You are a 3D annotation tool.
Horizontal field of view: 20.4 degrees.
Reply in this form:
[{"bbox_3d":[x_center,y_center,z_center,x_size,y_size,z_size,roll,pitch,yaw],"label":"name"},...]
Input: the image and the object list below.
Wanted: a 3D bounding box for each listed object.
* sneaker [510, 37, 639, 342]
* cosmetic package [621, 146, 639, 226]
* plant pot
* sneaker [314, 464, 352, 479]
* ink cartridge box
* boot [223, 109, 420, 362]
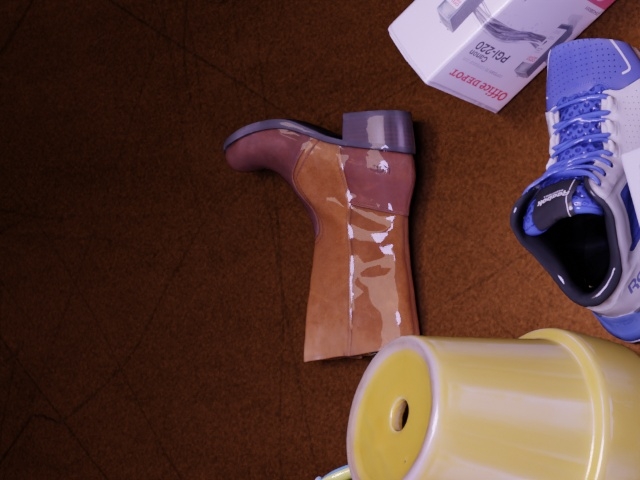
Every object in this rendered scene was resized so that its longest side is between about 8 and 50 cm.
[{"bbox_3d":[0.276,-0.064,1.785,0.127,0.182,0.315,-14,73,31],"label":"sneaker"},{"bbox_3d":[0.405,-0.013,1.701,0.151,0.151,0.183,-23,68,31],"label":"cosmetic package"},{"bbox_3d":[0.168,0.195,1.722,0.254,0.239,0.254,-40,41,48],"label":"plant pot"},{"bbox_3d":[0.015,0.340,1.872,0.319,0.208,0.127,-53,57,16],"label":"sneaker"},{"bbox_3d":[0.202,-0.250,1.889,0.218,0.158,0.092,-42,60,22],"label":"ink cartridge box"},{"bbox_3d":[0.000,0.000,2.048,0.264,0.096,0.280,-2,87,27],"label":"boot"}]
